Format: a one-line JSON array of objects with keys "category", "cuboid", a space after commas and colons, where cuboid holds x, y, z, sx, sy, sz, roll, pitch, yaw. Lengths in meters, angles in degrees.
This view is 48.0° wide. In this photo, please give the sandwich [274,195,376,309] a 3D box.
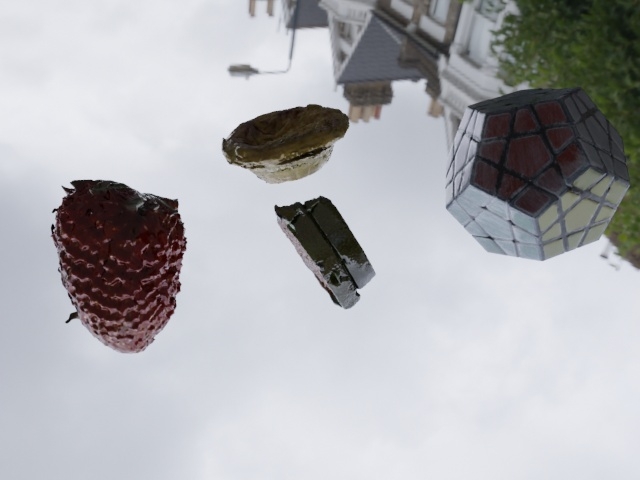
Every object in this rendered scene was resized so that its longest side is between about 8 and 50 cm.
[{"category": "sandwich", "cuboid": [0.008, 0.010, 1.519, 0.109, 0.292, 0.212, -36, -167, -6]}]

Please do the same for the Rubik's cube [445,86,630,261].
[{"category": "Rubik's cube", "cuboid": [0.369, -0.119, 1.253, 0.319, 0.264, 0.319, -12, -163, 4]}]

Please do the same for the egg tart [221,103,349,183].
[{"category": "egg tart", "cuboid": [-0.079, -0.233, 1.775, 0.341, 0.129, 0.341, -13, -155, 6]}]

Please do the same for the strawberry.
[{"category": "strawberry", "cuboid": [-0.431, 0.048, 1.480, 0.292, 0.343, 0.292, 12, 173, 1]}]
